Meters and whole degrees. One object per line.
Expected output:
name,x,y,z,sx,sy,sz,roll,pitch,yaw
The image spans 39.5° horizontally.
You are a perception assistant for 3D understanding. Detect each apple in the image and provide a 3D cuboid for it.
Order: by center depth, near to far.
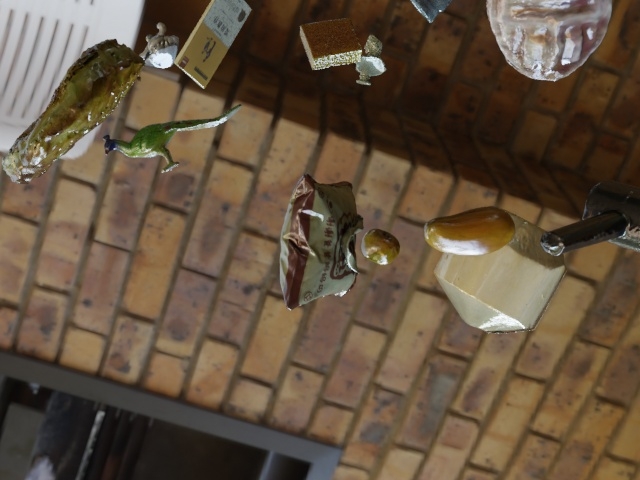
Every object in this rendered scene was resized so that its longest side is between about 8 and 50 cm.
apple,0.135,0.015,2.005,0.089,0.089,0.075,-133,-114,-81

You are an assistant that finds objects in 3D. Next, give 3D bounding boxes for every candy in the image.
candy,0.399,-0.435,1.567,0.157,0.214,0.290,-83,168,-55

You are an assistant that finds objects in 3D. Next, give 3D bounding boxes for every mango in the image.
mango,0.277,-0.013,1.662,0.102,0.183,0.085,113,-36,-57

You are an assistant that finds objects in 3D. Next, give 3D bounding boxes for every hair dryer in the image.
hair dryer,0.528,-0.007,1.545,0.244,0.302,0.116,23,-58,49

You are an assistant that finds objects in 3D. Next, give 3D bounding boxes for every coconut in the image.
coconut,0.436,0.079,2.187,0.323,0.322,0.323,-162,-90,-82

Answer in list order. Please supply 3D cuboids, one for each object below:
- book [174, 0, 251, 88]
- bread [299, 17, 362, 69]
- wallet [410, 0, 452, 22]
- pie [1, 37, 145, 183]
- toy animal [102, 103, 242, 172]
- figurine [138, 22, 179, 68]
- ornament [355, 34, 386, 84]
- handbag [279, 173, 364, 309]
book,-0.188,-0.364,1.577,0.172,0.012,0.118,-60,159,-1
bread,0.018,-0.353,1.588,0.035,0.094,0.090,93,-17,-57
wallet,0.302,-0.708,2.070,0.342,0.237,0.075,-50,-134,6
pie,-0.456,-0.242,1.651,0.288,0.103,0.355,-40,-167,31
toy animal,-0.216,-0.147,1.349,0.041,0.216,0.075,-104,180,-84
figurine,-0.354,-0.418,1.941,0.086,0.094,0.082,67,11,24
ornament,0.098,-0.355,1.770,0.092,0.068,0.041,-53,-150,-8
handbag,0.000,0.000,1.481,0.235,0.127,0.213,-5,98,-72
